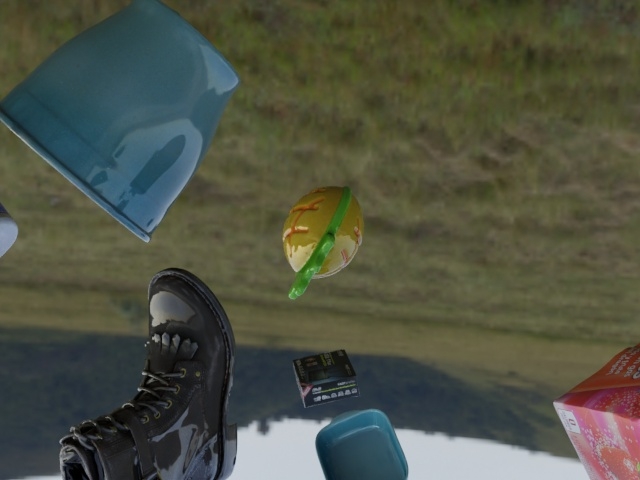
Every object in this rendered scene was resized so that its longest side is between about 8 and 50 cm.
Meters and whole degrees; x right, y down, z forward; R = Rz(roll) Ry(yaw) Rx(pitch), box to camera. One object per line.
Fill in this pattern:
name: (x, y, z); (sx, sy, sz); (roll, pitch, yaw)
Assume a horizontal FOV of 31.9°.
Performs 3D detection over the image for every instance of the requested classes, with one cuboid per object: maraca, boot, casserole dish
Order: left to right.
boot: (-0.172, 0.168, 1.100); (0.091, 0.263, 0.229); (-8, -177, 27)
maraca: (0.000, 0.000, 1.412); (0.099, 0.127, 0.186); (27, -147, -6)
casserole dish: (0.060, 0.309, 1.555); (0.114, 0.037, 0.188); (-22, -146, -2)

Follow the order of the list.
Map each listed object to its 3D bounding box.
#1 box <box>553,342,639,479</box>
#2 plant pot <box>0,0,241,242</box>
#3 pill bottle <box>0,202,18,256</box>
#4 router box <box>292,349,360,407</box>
box: (0.271, 0.183, 0.689); (0.122, 0.257, 0.128); (-30, -171, -18)
plant pot: (-0.252, -0.180, 1.507); (0.271, 0.255, 0.271); (41, 176, 3)
pill bottle: (-0.542, -0.055, 1.645); (0.187, 0.112, 0.112); (49, -165, 15)
router box: (0.008, 0.224, 1.830); (0.092, 0.038, 0.122); (-11, -163, -6)
